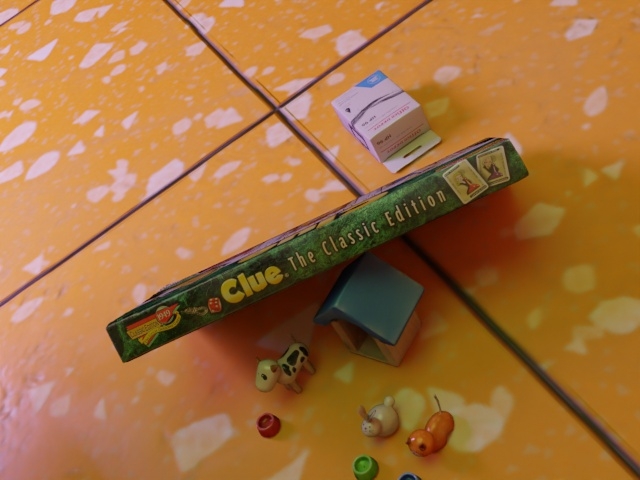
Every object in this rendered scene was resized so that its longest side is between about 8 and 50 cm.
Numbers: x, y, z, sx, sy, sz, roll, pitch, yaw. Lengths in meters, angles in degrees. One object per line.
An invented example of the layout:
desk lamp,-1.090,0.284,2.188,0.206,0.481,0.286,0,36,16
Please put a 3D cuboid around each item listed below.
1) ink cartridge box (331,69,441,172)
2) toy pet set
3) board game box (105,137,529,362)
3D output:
ink cartridge box,0.050,-0.092,0.673,0.048,0.028,0.083,-35,44,-3
toy pet set,0.020,0.071,0.516,0.122,0.065,0.114,13,59,36
board game box,0.000,0.000,0.563,0.260,0.030,0.136,-25,6,7
